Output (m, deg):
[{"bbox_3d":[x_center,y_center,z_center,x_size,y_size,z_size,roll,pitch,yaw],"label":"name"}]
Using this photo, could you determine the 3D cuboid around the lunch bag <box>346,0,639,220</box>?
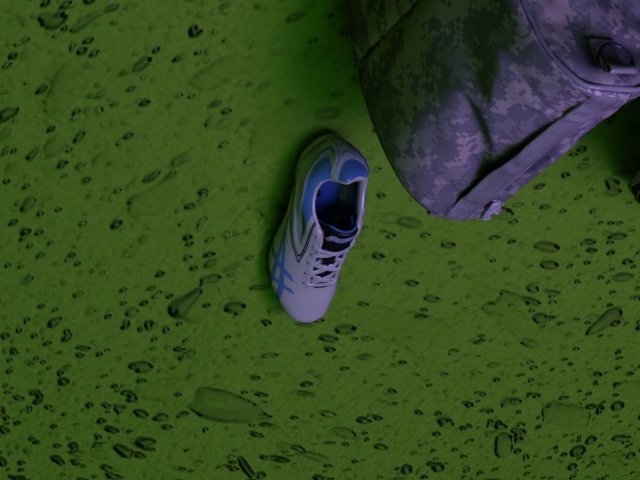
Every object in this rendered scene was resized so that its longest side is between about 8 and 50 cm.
[{"bbox_3d":[0.172,-0.184,1.752,0.213,0.256,0.305,6,154,-28],"label":"lunch bag"}]

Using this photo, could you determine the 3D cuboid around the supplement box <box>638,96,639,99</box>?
[{"bbox_3d":[0.492,-0.265,1.937,0.357,0.195,0.194,-19,132,-9],"label":"supplement box"}]

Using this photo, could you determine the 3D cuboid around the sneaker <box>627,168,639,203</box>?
[{"bbox_3d":[0.421,-0.070,1.979,0.145,0.384,0.147,35,98,-8],"label":"sneaker"}]

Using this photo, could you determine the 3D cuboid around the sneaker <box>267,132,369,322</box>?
[{"bbox_3d":[0.000,0.000,1.996,0.085,0.086,0.237,-6,129,-22],"label":"sneaker"}]
